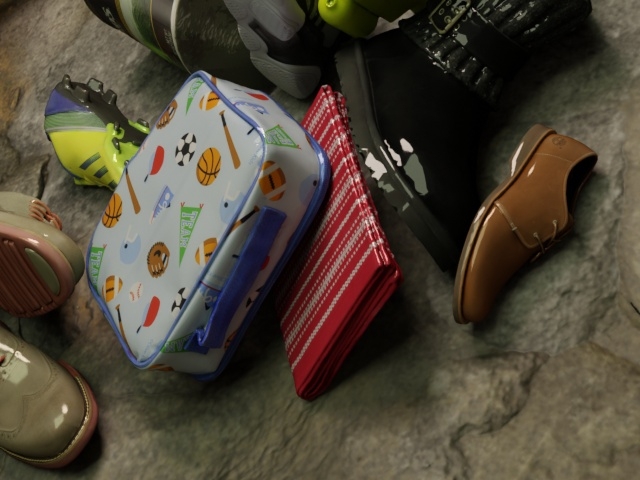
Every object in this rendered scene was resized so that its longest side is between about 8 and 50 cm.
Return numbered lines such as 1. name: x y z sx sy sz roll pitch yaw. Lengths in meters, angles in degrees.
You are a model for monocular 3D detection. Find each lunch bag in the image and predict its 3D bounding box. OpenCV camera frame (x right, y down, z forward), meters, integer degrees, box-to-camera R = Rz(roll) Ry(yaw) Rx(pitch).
1. lunch bag: -0.123 -0.008 1.239 0.243 0.115 0.303 46 112 47

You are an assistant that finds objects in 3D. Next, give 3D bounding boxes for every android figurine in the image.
1. android figurine: 0.106 -0.305 1.243 0.248 0.273 0.056 -33 78 16

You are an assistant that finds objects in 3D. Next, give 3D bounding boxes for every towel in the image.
1. towel: 0.000 0.000 1.199 0.199 0.031 0.275 -58 33 36

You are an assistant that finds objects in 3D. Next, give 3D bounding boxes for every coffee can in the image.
1. coffee can: -0.160 -0.321 1.487 0.201 0.201 0.275 -50 44 -4

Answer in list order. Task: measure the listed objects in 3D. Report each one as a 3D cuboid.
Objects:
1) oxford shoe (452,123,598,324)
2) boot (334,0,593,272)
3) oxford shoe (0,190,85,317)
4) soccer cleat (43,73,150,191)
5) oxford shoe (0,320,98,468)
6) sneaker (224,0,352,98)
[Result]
1. oxford shoe: 0.189 -0.010 1.098 0.076 0.076 0.212 24 76 29
2. boot: 0.161 -0.155 1.179 0.260 0.131 0.348 -30 45 16
3. oxford shoe: -0.375 -0.008 1.434 0.146 0.140 0.397 -39 28 -29
4. soccer cleat: -0.272 -0.107 1.518 0.289 0.093 0.121 45 120 42
5. oxford shoe: -0.384 0.154 1.357 0.348 0.130 0.123 21 74 44
6. sneaker: -0.021 -0.282 1.325 0.101 0.268 0.153 34 76 20
